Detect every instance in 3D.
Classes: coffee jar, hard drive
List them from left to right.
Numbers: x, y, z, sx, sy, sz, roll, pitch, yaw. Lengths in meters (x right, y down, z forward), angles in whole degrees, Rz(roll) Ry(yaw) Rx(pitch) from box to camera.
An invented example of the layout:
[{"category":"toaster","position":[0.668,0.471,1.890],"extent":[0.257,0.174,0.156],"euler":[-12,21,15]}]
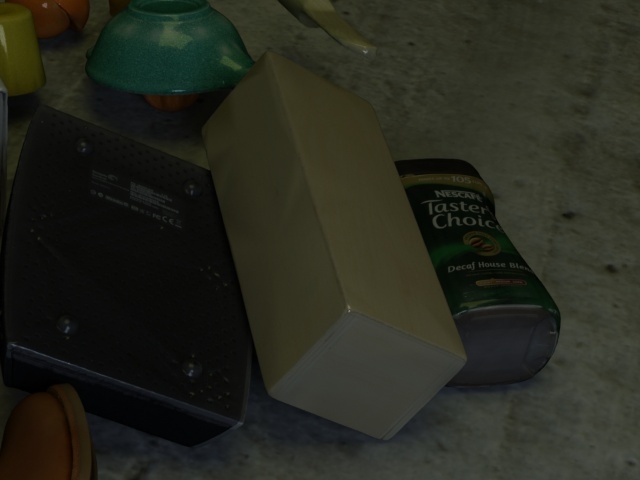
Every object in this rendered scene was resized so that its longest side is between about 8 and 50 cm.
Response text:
[{"category":"hard drive","position":[-0.130,0.022,1.110],"extent":[0.172,0.054,0.254],"euler":[21,33,-19]},{"category":"coffee jar","position":[0.093,0.017,1.189],"extent":[0.096,0.079,0.184],"euler":[-2,37,-17]}]

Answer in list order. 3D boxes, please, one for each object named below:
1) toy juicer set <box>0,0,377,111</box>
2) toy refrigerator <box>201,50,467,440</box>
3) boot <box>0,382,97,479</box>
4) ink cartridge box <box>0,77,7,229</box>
[{"category":"toy juicer set","position":[-0.116,-0.161,1.384],"extent":[0.329,0.089,0.209],"euler":[2,23,3]},{"category":"toy refrigerator","position":[0.000,0.000,1.145],"extent":[0.102,0.094,0.269],"euler":[24,31,-33]},{"category":"boot","position":[-0.228,0.183,0.889],"extent":[0.220,0.109,0.283],"euler":[0,44,-6]},{"category":"ink cartridge box","position":[-0.375,-0.126,1.229],"extent":[0.223,0.129,0.307],"euler":[-9,40,-24]}]
